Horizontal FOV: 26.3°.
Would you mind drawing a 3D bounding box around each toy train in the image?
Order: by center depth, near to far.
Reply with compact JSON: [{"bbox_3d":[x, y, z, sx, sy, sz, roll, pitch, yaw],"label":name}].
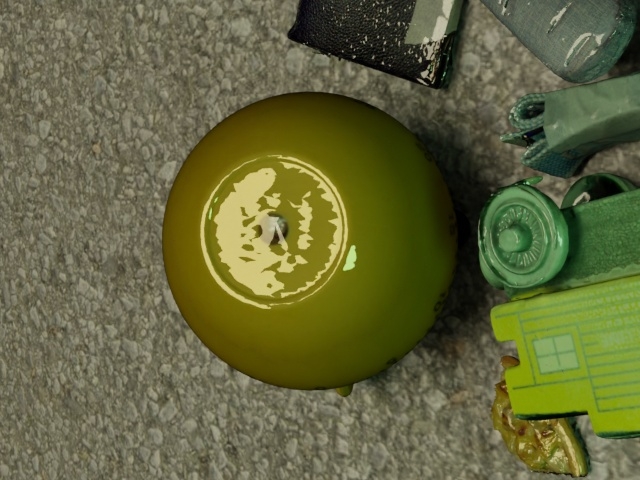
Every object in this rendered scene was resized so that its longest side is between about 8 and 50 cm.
[{"bbox_3d":[0.334,0.045,1.280,0.442,0.179,0.272,-17,86,49],"label":"toy train"}]

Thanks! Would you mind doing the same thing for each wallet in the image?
[{"bbox_3d":[0.077,-0.318,1.658,0.262,0.071,0.221,27,108,44],"label":"wallet"}]

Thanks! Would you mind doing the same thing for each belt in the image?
[{"bbox_3d":[0.306,-0.127,1.370,0.302,0.072,0.087,-14,75,51],"label":"belt"}]

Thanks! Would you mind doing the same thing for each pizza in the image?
[{"bbox_3d":[0.232,0.205,1.513,0.099,0.036,0.160,-54,53,38],"label":"pizza"}]

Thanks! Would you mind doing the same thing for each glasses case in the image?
[{"bbox_3d":[0.232,-0.264,1.432,0.109,0.067,0.282,-55,38,20],"label":"glasses case"}]

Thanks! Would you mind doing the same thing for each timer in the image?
[{"bbox_3d":[0.000,0.000,1.592,0.376,0.387,0.376,-1,87,12],"label":"timer"}]
